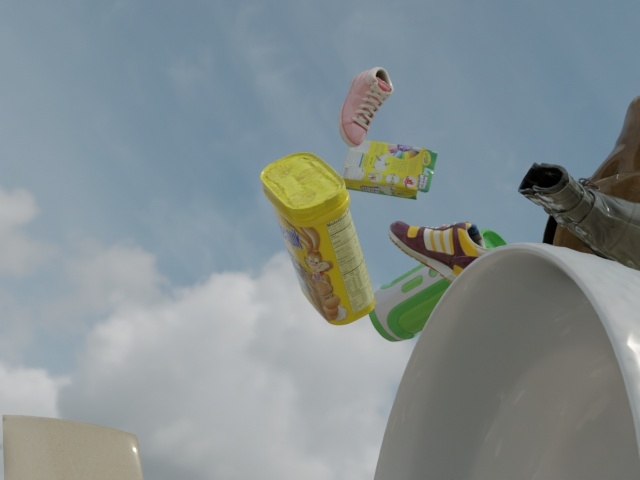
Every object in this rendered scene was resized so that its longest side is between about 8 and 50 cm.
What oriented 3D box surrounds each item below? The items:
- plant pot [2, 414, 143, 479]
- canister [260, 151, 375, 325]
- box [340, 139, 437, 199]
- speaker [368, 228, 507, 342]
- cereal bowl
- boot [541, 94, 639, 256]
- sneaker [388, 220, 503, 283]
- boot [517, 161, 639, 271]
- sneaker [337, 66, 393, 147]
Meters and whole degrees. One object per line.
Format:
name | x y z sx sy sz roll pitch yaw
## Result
plant pot | -0.178 0.196 0.727 0.096 0.109 0.109 -3 -42 -16
canister | 0.000 0.000 1.139 0.073 0.126 0.170 -26 -56 -13
box | 0.138 -0.142 1.987 0.179 0.105 0.043 9 -27 15
speaker | 0.234 0.092 1.946 0.131 0.131 0.296 37 -51 -25
cereal bowl | 0.137 0.175 0.525 0.141 0.339 0.339 11 -34 -13
boot | 0.380 -0.063 1.324 0.115 0.305 0.112 18 -5 0
sneaker | 0.175 0.004 1.360 0.185 0.084 0.069 35 9 37
boot | 0.322 -0.025 1.121 0.161 0.083 0.246 32 -3 -15
sneaker | 0.071 -0.208 1.514 0.051 0.134 0.070 32 -33 -30
